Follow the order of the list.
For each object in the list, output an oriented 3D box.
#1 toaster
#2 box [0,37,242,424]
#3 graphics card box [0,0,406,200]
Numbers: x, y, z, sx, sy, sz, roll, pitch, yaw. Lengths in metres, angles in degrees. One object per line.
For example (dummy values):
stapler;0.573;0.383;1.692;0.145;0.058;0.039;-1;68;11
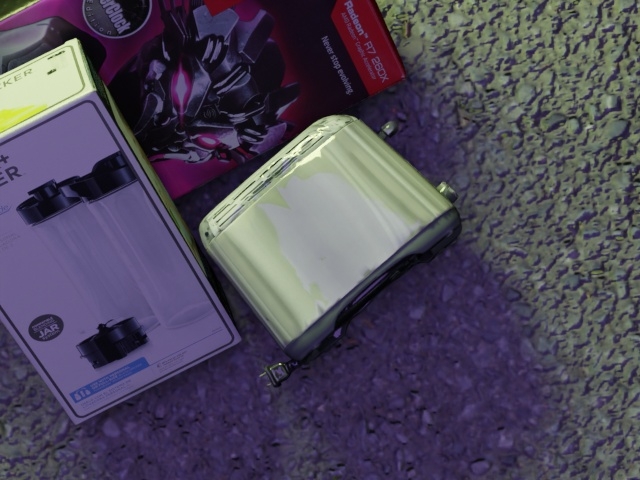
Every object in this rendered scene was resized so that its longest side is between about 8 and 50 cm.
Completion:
toaster;0.000;0.000;1.550;0.227;0.129;0.146;-41;82;3
box;-0.202;-0.001;1.495;0.169;0.087;0.290;-26;127;1
graphics card box;-0.138;-0.156;1.522;0.371;0.094;0.232;-26;127;2
